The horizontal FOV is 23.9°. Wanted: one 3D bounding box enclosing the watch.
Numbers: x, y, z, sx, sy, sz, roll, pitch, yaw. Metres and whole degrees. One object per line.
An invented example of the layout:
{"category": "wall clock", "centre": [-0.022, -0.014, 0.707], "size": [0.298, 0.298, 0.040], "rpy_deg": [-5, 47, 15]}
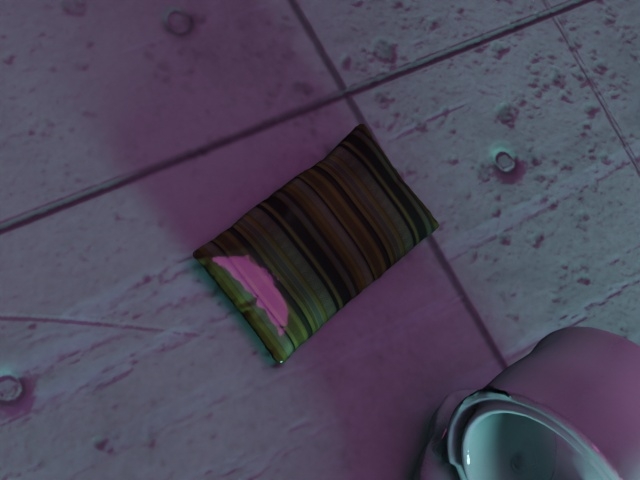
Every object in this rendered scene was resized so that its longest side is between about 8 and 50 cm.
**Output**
{"category": "watch", "centre": [0.191, 0.200, 1.112], "size": [0.211, 0.217, 0.248], "rpy_deg": [-31, 83, -32]}

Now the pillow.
{"category": "pillow", "centre": [0.000, 0.000, 1.215], "size": [0.203, 0.038, 0.113], "rpy_deg": [-38, 91, -32]}
